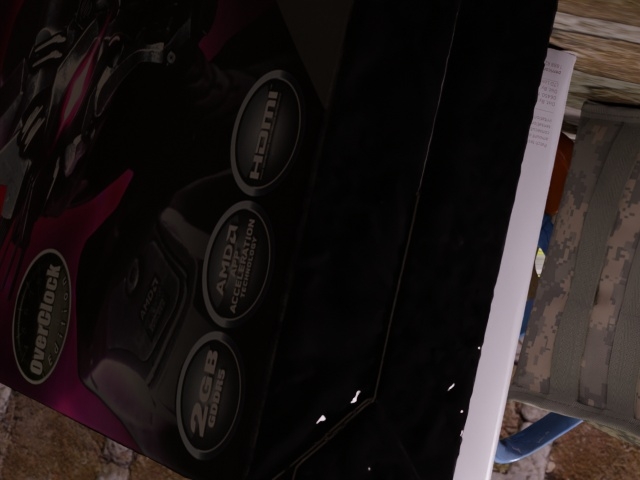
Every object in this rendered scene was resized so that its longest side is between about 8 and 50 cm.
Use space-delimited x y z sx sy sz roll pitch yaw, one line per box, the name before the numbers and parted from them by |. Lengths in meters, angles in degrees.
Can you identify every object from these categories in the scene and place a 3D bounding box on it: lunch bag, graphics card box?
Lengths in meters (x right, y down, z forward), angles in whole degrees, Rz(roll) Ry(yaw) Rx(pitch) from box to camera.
lunch bag | 0.293 0.042 1.278 0.169 0.235 0.287 16 178 -39
graphics card box | -0.061 -0.037 0.777 0.094 0.232 0.371 13 -179 -33

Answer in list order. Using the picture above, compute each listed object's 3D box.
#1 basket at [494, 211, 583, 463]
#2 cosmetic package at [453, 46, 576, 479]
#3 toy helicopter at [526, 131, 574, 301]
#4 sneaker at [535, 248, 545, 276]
basket | 0.231 0.081 1.551 0.289 0.201 0.255 -29 154 13
cosmetic package | 0.000 0.000 1.237 0.097 0.284 0.377 13 -179 -29
toy helicopter | 0.093 0.035 1.712 0.235 0.355 0.140 22 -145 25
sneaker | 0.135 -0.067 1.840 0.385 0.145 0.147 11 159 -33
